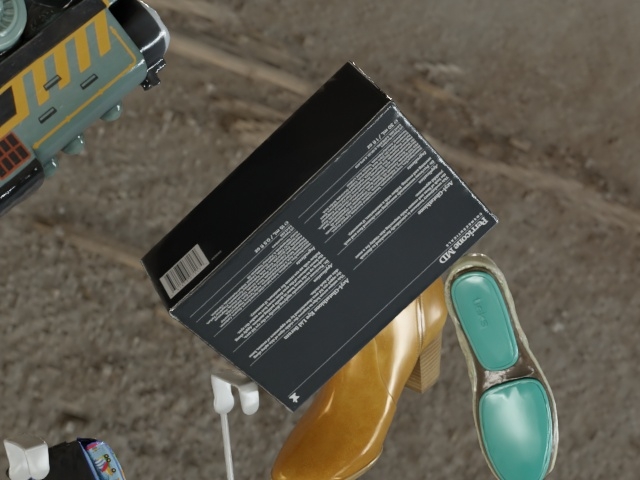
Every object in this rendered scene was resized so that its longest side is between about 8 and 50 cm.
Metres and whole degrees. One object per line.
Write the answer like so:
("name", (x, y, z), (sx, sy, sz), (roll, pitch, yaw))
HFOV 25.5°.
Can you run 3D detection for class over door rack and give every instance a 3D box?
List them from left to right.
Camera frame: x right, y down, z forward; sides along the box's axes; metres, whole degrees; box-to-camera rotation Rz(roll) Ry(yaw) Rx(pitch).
("over door rack", (-0.182, 0.282, 1.353), (0.239, 0.324, 0.108), (-15, 30, -33))

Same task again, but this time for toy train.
("toy train", (-0.282, -0.148, 1.271), (0.334, 0.142, 0.190), (-46, 107, -32))

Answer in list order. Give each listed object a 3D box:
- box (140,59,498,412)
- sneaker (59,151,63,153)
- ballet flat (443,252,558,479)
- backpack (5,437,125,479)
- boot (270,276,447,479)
("box", (0.000, 0.000, 1.268), (0.184, 0.261, 0.103), (44, 5, -36))
("sneaker", (-0.301, -0.185, 1.681), (0.071, 0.188, 0.066), (24, 38, -5))
("ballet flat", (0.126, 0.086, 0.961), (0.057, 0.168, 0.052), (-12, 11, 11))
("backpack", (-0.278, 0.319, 1.581), (0.117, 0.173, 0.158), (-19, 67, -25))
("boot", (0.035, 0.111, 1.479), (0.104, 0.211, 0.295), (15, 36, 34))
